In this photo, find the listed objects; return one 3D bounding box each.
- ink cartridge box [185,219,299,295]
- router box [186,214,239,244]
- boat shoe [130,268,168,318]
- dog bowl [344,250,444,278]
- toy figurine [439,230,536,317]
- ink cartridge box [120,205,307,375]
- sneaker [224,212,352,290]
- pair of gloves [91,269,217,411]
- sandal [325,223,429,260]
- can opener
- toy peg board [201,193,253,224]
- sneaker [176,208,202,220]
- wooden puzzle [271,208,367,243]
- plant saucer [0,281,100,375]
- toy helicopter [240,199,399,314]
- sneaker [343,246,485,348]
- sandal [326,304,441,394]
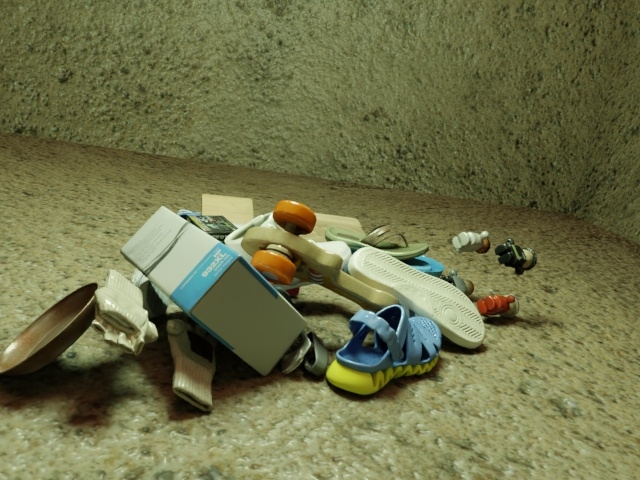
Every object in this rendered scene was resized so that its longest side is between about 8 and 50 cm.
[{"bbox_3d":[-0.222,0.042,1.394,0.306,0.131,0.226,4,16,-27],"label":"ink cartridge box"},{"bbox_3d":[-0.246,-0.022,1.293,0.092,0.038,0.122,0,20,-33],"label":"router box"},{"bbox_3d":[-0.369,0.107,1.194,0.075,0.083,0.226,-22,20,2],"label":"boat shoe"},{"bbox_3d":[0.203,0.088,1.603,0.296,0.074,0.166,6,15,-16],"label":"dog bowl"},{"bbox_3d":[0.443,0.087,1.500,0.148,0.213,0.209,9,9,-43],"label":"toy figurine"},{"bbox_3d":[-0.202,0.085,1.043,0.307,0.129,0.223,26,-18,47],"label":"ink cartridge box"},{"bbox_3d":[-0.068,0.013,1.266,0.292,0.169,0.108,-17,26,-18],"label":"sneaker"},{"bbox_3d":[-0.257,0.147,0.901,0.240,0.042,0.204,43,6,-19],"label":"pair of gloves"},{"bbox_3d":[0.161,-0.007,1.613,0.302,0.086,0.120,12,15,9],"label":"sandal"},{"bbox_3d":[-0.055,0.186,1.126,0.095,0.076,0.283,39,5,-20],"label":"can opener"},{"bbox_3d":[-0.297,-0.054,1.775,0.161,0.079,0.161,4,52,-18],"label":"toy peg board"},{"bbox_3d":[-0.406,-0.067,1.839,0.144,0.053,0.059,4,16,6],"label":"sneaker"},{"bbox_3d":[0.000,0.000,1.810,0.321,0.081,0.348,7,20,-9],"label":"wooden puzzle"},{"bbox_3d":[-0.421,0.145,0.891,0.198,0.036,0.199,-31,22,14],"label":"plant saucer"},{"bbox_3d":[-0.001,0.075,1.141,0.354,0.140,0.235,29,-24,-17],"label":"toy helicopter"},{"bbox_3d":[0.203,0.153,1.296,0.349,0.148,0.131,32,46,2],"label":"sneaker"},{"bbox_3d":[0.143,0.187,1.078,0.126,0.138,0.317,17,15,34],"label":"sandal"}]
